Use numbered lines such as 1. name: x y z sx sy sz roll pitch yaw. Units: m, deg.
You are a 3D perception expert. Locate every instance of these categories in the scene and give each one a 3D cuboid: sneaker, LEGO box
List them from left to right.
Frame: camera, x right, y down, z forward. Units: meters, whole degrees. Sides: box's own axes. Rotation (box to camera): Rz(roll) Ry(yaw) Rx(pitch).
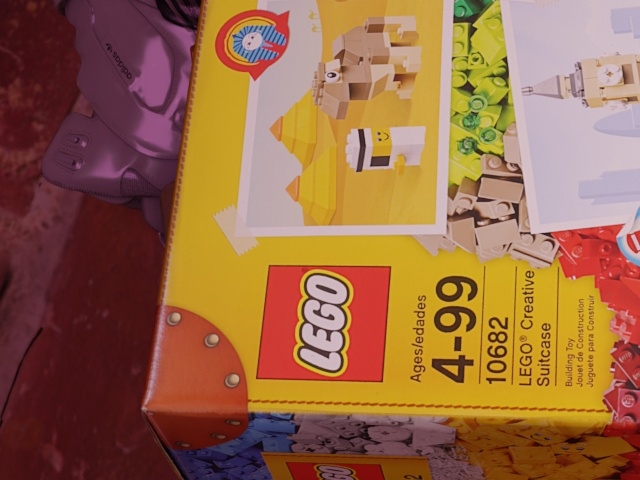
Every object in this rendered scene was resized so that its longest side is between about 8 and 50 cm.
1. sneaker: -0.169 -0.157 1.292 0.366 0.137 0.210 40 99 15
2. LEGO box: 0.121 -0.088 1.009 0.372 0.193 0.500 0 62 9

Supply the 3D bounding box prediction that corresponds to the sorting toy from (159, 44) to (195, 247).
1. sorting toy: 0.000 0.000 1.217 0.229 0.041 0.307 -6 100 3
